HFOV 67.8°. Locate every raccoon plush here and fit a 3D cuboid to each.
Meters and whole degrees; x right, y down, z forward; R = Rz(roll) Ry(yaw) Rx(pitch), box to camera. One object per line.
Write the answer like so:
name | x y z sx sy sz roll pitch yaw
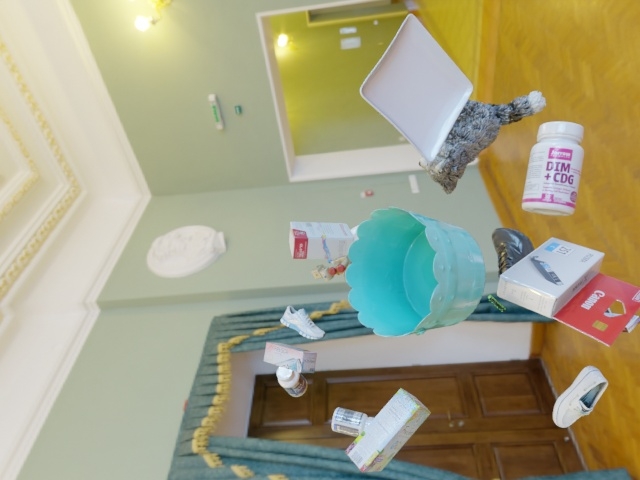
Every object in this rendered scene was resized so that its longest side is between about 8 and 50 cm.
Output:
raccoon plush | 0.564 -0.359 1.696 0.216 0.446 0.299 34 -130 -35

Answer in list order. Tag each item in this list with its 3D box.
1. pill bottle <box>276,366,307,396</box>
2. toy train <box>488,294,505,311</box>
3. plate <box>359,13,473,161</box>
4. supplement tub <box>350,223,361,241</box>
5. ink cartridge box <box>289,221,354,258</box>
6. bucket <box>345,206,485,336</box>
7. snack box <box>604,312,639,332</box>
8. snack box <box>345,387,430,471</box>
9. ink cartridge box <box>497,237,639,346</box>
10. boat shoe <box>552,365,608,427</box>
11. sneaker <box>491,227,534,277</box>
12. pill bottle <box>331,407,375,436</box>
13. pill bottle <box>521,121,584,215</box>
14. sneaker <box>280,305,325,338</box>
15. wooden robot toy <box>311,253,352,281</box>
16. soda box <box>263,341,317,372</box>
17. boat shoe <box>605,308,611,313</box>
pill bottle | -0.124 0.590 2.018 0.169 0.094 0.094 64 -160 -49
toy train | 0.608 0.217 1.642 0.083 0.017 0.023 38 -157 -18
plate | 0.250 -0.389 1.239 0.277 0.278 0.045 -59 24 -16
supplement tub | 0.198 0.071 1.797 0.325 0.235 0.235 44 -139 -78
ink cartridge box | 0.000 0.000 1.411 0.127 0.175 0.072 -111 24 -66
bucket | 0.205 0.072 1.041 0.281 0.183 0.281 -11 76 52
snack box | 0.869 0.246 1.456 0.178 0.064 0.022 -5 111 65
snack box | 0.176 0.481 1.201 0.070 0.207 0.174 39 176 31
ink cartridge box | 0.621 0.105 1.152 0.296 0.261 0.066 -24 -54 -38
boat shoe | 0.789 0.492 1.452 0.076 0.083 0.226 -102 28 -69
sneaker | 0.600 0.071 1.470 0.109 0.130 0.286 112 149 -43
pill bottle | 0.113 0.608 1.582 0.078 0.137 0.078 7 -90 -71
pill bottle | 0.765 -0.231 1.560 0.160 0.160 0.283 19 -100 -84
sneaker | -0.062 0.303 1.778 0.071 0.191 0.083 -4 -67 -63
wooden robot toy | 0.058 0.085 1.231 0.079 0.173 0.076 58 -146 -14
soda box | -0.095 0.355 1.449 0.058 0.183 0.063 14 -99 -41
boat shoe | 1.022 0.245 1.774 0.088 0.096 0.267 83 -173 -50
